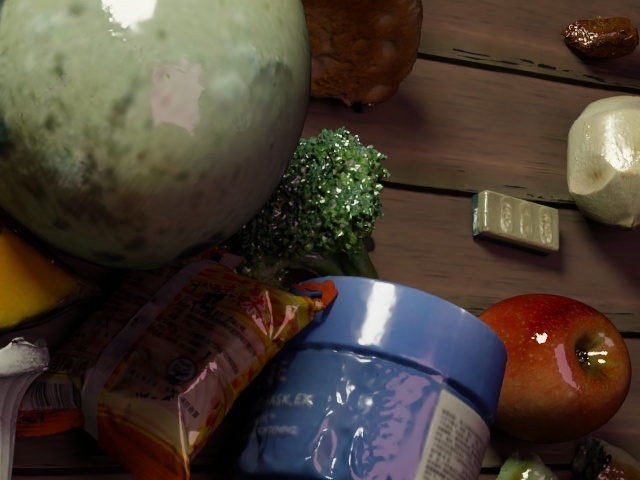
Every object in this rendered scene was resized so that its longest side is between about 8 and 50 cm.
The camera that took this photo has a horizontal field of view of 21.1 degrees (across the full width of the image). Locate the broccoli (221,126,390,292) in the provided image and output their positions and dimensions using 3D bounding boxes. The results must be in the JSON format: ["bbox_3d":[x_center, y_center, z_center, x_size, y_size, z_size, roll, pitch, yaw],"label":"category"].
[{"bbox_3d":[0.000,0.000,1.828,0.220,0.194,0.194,-34,99,2],"label":"broccoli"}]

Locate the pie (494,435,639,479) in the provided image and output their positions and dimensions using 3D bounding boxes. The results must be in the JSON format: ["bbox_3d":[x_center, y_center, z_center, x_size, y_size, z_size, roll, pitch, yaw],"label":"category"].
[{"bbox_3d":[0.317,0.374,1.989,0.303,0.067,0.302,13,65,-30],"label":"pie"}]

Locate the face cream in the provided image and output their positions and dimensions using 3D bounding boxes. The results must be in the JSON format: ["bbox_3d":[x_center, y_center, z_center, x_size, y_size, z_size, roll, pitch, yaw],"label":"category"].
[{"bbox_3d":[0.049,0.188,1.750,0.249,0.249,0.225,29,61,-26],"label":"face cream"}]

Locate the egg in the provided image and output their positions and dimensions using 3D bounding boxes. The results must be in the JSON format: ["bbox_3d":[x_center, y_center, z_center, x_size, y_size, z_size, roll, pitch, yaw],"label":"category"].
[{"bbox_3d":[-0.179,-0.155,1.607,0.345,0.345,0.428,23,38,-28],"label":"egg"}]

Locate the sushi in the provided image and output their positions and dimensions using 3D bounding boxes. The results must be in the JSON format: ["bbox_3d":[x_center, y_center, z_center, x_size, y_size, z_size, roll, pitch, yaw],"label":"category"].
[{"bbox_3d":[0.368,-0.268,2.228,0.118,0.061,0.060,7,40,-36],"label":"sushi"}]

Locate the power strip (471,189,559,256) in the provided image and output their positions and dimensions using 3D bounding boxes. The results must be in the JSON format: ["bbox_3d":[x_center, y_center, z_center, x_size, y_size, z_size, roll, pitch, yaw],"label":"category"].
[{"bbox_3d":[0.236,-0.021,2.079,0.123,0.032,0.056,14,68,-31],"label":"power strip"}]

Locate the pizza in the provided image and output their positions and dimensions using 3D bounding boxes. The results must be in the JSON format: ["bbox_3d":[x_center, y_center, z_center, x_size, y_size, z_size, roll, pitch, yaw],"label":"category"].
[{"bbox_3d":[-0.002,-0.246,1.883,0.086,0.226,0.335,68,8,31],"label":"pizza"}]

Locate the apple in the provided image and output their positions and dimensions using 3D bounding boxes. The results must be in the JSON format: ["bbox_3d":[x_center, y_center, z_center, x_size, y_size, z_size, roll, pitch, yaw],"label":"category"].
[{"bbox_3d":[0.256,0.143,1.964,0.181,0.168,0.181,10,69,-27],"label":"apple"}]

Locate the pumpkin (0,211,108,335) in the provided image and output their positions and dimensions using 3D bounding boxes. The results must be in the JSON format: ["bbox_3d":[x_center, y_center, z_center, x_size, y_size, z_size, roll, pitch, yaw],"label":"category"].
[{"bbox_3d":[-0.365,0.010,1.601,0.312,0.169,0.148,38,86,1],"label":"pumpkin"}]

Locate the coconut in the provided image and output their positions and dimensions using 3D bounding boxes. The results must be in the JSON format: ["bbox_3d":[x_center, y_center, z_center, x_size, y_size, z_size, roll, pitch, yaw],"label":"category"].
[{"bbox_3d":[0.381,-0.087,2.124,0.161,0.161,0.162,16,71,-31],"label":"coconut"}]

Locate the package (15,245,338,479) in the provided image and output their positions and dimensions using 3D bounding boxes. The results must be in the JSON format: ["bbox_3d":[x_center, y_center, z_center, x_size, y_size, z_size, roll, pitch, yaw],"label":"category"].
[{"bbox_3d":[-0.144,0.108,1.669,0.288,0.223,0.108,-56,150,-28],"label":"package"}]

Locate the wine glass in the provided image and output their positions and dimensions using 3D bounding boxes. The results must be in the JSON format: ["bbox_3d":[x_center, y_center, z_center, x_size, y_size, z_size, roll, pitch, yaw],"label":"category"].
[{"bbox_3d":[-0.312,0.190,1.555,0.165,0.165,0.196,-8,86,-37],"label":"wine glass"}]
